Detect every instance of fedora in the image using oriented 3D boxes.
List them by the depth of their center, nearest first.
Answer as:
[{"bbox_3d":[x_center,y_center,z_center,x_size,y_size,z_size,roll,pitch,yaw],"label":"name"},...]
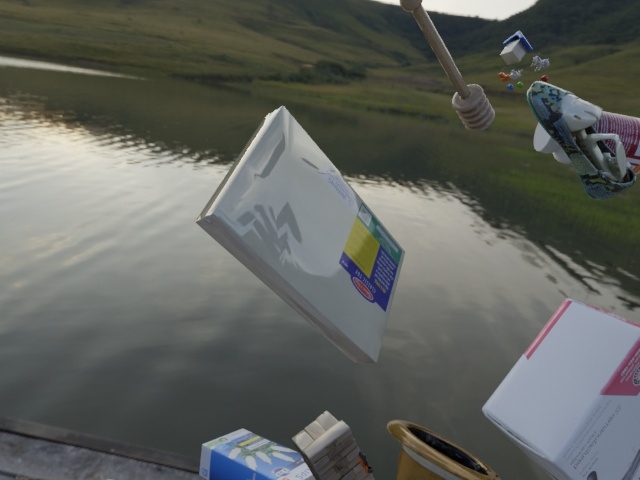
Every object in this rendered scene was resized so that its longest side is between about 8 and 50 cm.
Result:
[{"bbox_3d":[0.173,0.341,0.682,0.195,0.079,0.194,27,-6,3],"label":"fedora"}]

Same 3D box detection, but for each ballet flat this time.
[{"bbox_3d":[0.345,-0.137,0.599,0.188,0.070,0.070,48,14,-13],"label":"ballet flat"}]

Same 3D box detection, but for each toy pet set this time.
[{"bbox_3d":[0.480,-0.430,1.101,0.114,0.065,0.122,39,-8,-23],"label":"toy pet set"}]

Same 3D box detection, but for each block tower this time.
[{"bbox_3d":[0.057,0.485,0.897,0.091,0.335,0.097,-31,23,-21],"label":"block tower"}]

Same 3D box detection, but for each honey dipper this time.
[{"bbox_3d":[0.109,-0.153,0.402,0.161,0.030,0.030,35,-4,-42],"label":"honey dipper"}]

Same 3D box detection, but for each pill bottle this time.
[{"bbox_3d":[0.412,-0.153,0.700,0.152,0.086,0.086,11,18,0],"label":"pill bottle"}]

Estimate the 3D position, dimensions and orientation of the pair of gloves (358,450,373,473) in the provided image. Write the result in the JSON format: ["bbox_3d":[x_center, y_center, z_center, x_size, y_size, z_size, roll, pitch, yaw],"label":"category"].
[{"bbox_3d":[0.085,0.374,0.731,0.010,0.074,0.083,-29,54,-15],"label":"pair of gloves"}]

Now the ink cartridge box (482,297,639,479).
[{"bbox_3d":[0.299,0.193,0.497,0.218,0.158,0.092,44,-8,-29],"label":"ink cartridge box"}]

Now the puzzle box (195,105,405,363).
[{"bbox_3d":[0.000,0.000,0.822,0.052,0.409,0.272,-18,37,40],"label":"puzzle box"}]

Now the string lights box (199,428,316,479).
[{"bbox_3d":[-0.127,0.507,1.019,0.260,0.076,0.133,5,0,35],"label":"string lights box"}]
